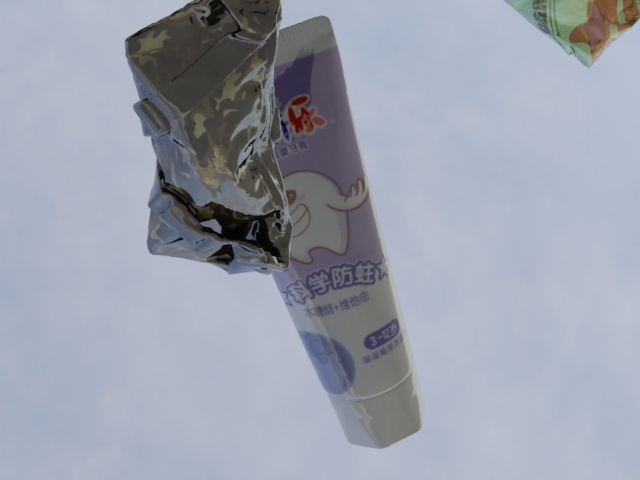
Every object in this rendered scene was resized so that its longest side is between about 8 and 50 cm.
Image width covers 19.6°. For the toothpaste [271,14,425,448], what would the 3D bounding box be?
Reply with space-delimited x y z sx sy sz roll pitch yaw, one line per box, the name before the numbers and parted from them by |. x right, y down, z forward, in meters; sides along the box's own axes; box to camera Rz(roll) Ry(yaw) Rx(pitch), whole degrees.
toothpaste | 0.000 0.000 1.505 0.125 0.080 0.371 -18 -65 2

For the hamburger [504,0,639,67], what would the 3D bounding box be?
hamburger | 0.241 -0.304 1.767 0.214 0.125 0.235 48 -125 -17

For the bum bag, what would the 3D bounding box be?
bum bag | -0.075 -0.067 1.272 0.069 0.102 0.248 -69 -17 -50
